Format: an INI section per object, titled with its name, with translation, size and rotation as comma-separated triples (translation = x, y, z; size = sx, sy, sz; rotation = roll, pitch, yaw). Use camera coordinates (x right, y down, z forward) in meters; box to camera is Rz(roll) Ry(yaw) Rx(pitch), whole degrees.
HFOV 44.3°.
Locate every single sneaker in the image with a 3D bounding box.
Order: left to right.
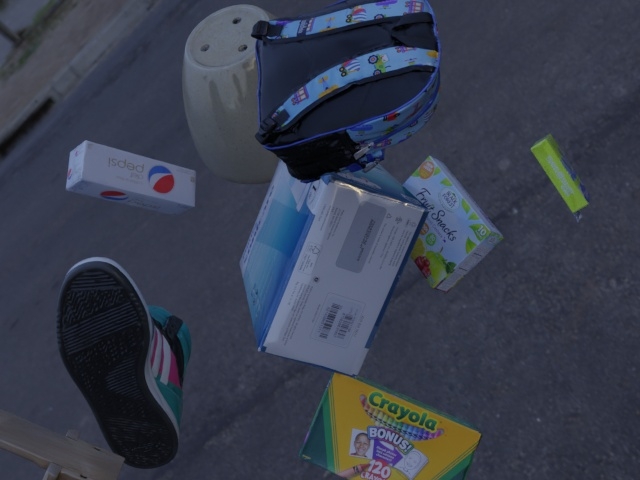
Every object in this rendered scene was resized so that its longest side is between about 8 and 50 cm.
[sneaker]
translation = -0.235, 0.118, 0.983
size = 0.124, 0.295, 0.178
rotation = -9, 30, -2

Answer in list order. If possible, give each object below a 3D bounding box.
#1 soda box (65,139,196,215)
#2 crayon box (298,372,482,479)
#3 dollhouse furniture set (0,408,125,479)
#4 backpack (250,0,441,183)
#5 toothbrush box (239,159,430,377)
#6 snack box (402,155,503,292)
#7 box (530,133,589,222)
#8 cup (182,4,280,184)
[soda box]
translation = -0.327, -0.106, 1.380
size = 0.069, 0.216, 0.073
rotation = -20, 64, 47
[crayon box]
translation = 0.121, 0.352, 1.381
size = 0.081, 0.279, 0.165
rotation = 44, -112, -85
[dollhouse furniture set]
translation = -0.348, 0.370, 0.688
size = 0.355, 0.174, 0.303
rotation = -62, 8, 15
[backpack]
translation = 0.034, -0.146, 0.729
size = 0.173, 0.117, 0.158
rotation = -16, 60, 18
[toothbrush box]
translation = 0.000, 0.000, 0.983
size = 0.295, 0.126, 0.216
rotation = -122, 53, -69
[snack box]
translation = 0.145, -0.021, 0.968
size = 0.100, 0.037, 0.141
rotation = -47, 51, 20
[box]
translation = 0.499, -0.130, 1.615
size = 0.042, 0.178, 0.109
rotation = -33, 0, 24
[cup]
translation = -0.136, -0.310, 1.520
size = 0.331, 0.237, 0.330
rotation = -10, 54, 15
